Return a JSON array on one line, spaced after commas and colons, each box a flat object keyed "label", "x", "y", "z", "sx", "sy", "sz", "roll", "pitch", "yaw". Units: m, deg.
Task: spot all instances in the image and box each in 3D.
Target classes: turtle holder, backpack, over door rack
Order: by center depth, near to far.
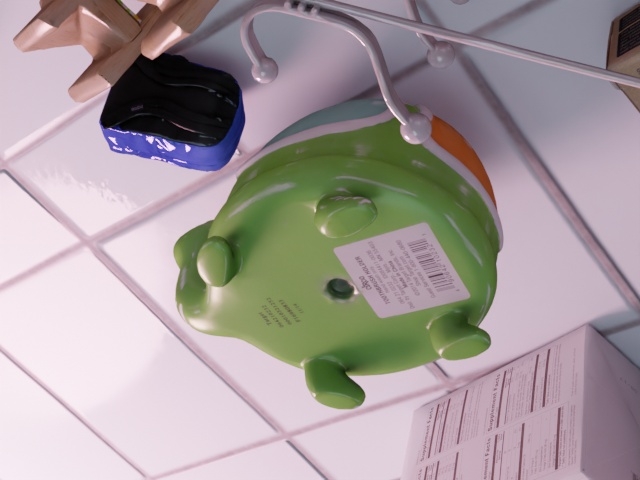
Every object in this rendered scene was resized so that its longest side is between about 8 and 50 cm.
[{"label": "over door rack", "x": 0.131, "y": -0.170, "z": 0.746, "sx": 0.324, "sy": 0.239, "sz": 0.108, "roll": 6, "pitch": 130, "yaw": 13}, {"label": "turtle holder", "x": 0.019, "y": 0.006, "z": 0.946, "sx": 0.243, "sy": 0.227, "sz": 0.320, "roll": 31, "pitch": 133, "yaw": -12}, {"label": "backpack", "x": -0.130, "y": -0.118, "z": 0.974, "sx": 0.120, "sy": 0.097, "sz": 0.101, "roll": 11, "pitch": 162, "yaw": 8}]

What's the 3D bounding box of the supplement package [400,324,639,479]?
[{"label": "supplement package", "x": 0.245, "y": 0.266, "z": 1.125, "sx": 0.199, "sy": 0.198, "sz": 0.263, "roll": 40, "pitch": 130, "yaw": -19}]

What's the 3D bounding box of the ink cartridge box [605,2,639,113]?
[{"label": "ink cartridge box", "x": 0.373, "y": -0.121, "z": 0.820, "sx": 0.193, "sy": 0.088, "sz": 0.235, "roll": -28, "pitch": 118, "yaw": 36}]

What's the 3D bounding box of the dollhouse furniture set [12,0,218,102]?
[{"label": "dollhouse furniture set", "x": -0.156, "y": -0.352, "z": 0.738, "sx": 0.362, "sy": 0.256, "sz": 0.394, "roll": 45, "pitch": 149, "yaw": -22}]
